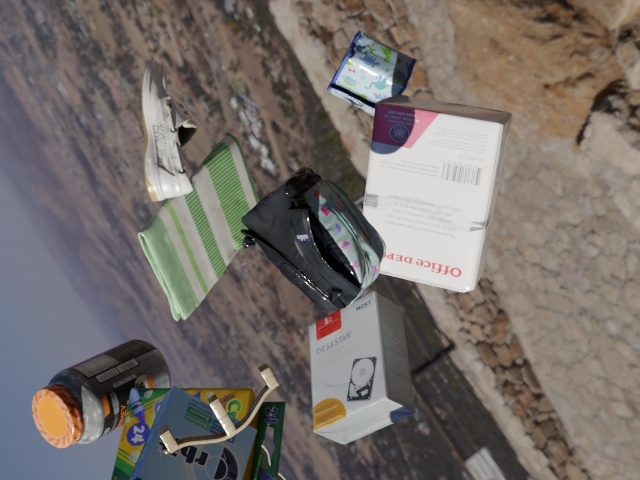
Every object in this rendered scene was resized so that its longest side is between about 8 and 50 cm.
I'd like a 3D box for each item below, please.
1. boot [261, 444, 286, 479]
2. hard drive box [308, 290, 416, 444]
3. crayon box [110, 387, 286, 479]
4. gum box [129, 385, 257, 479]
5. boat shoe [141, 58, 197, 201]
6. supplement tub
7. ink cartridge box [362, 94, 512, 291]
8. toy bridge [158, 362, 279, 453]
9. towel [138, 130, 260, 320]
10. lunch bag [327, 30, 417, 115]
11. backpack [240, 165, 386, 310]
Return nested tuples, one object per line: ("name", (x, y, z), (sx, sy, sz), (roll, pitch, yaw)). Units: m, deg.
("boot", (-0.206, 0.625, 2.264), (0.176, 0.088, 0.244), (38, 161, 55))
("hard drive box", (0.073, 0.243, 1.460), (0.089, 0.181, 0.232), (33, -142, -36))
("crayon box", (-0.244, 0.407, 1.549), (0.083, 0.322, 0.203), (69, -158, -55))
("gum box", (-0.193, 0.338, 1.159), (0.157, 0.184, 0.041), (32, 134, -16))
("boat shoe", (-0.271, -0.204, 1.392), (0.098, 0.096, 0.277), (96, 168, -72))
("supplement tub", (-0.549, 0.386, 1.932), (0.193, 0.316, 0.194), (11, 109, 32))
("ink cartridge box", (0.185, -0.082, 1.267), (0.207, 0.117, 0.283), (13, 112, 19))
("toy bridge", (-0.142, 0.254, 1.104), (0.063, 0.188, 0.026), (62, 167, -15))
("towel", (-0.224, -0.032, 1.507), (0.038, 0.325, 0.248), (12, 138, 26))
("lunch bag", (0.090, -0.302, 1.457), (0.128, 0.096, 0.151), (27, 152, -7))
("backpack", (0.000, 0.000, 1.012), (0.182, 0.115, 0.152), (48, 143, -6))
